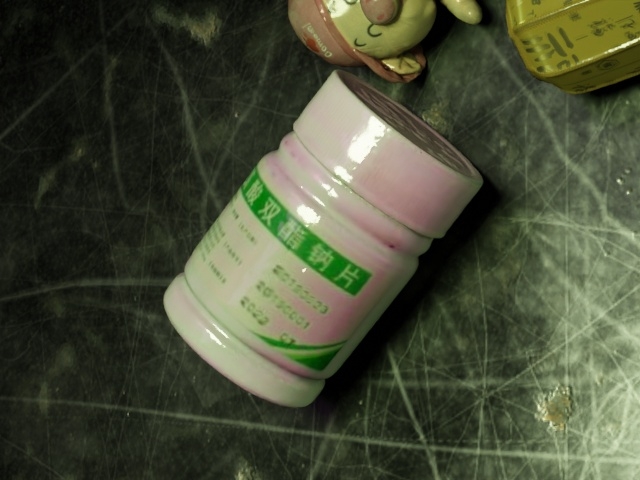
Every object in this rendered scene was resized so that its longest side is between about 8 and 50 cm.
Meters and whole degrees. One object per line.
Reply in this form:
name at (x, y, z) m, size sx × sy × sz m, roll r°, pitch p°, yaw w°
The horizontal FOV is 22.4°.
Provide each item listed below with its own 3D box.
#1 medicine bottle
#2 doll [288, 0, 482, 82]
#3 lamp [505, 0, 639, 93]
medicine bottle at (0.000, 0.000, 1.768) m, size 0.325 × 0.212 × 0.212 m, roll -52°, pitch 52°, yaw 13°
doll at (0.085, -0.292, 1.820) m, size 0.256 × 0.152 × 0.196 m, roll -37°, pitch 79°, yaw 13°
lamp at (0.293, -0.243, 1.662) m, size 0.185 × 0.161 × 0.161 m, roll -17°, pitch 66°, yaw 29°
